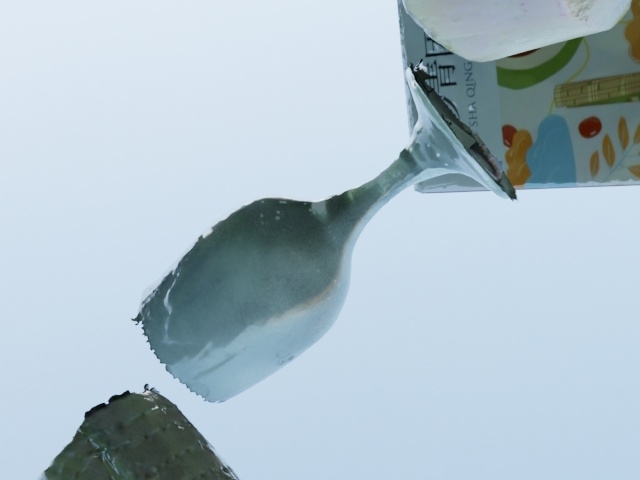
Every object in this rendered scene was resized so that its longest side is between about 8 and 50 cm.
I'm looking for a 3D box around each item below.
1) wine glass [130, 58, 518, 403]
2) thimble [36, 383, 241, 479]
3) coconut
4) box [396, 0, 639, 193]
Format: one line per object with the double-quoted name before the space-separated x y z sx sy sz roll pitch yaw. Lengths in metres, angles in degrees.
"wine glass" 0.000 0.000 1.047 0.143 0.321 0.143 50 -165 -18
"thimble" -0.115 0.156 0.819 0.102 0.115 0.090 -44 -107 1
"coconut" 0.135 -0.196 0.823 0.147 0.152 0.147 21 -116 -51
"box" 0.267 -0.226 1.237 0.385 0.345 0.122 -1 -171 35
